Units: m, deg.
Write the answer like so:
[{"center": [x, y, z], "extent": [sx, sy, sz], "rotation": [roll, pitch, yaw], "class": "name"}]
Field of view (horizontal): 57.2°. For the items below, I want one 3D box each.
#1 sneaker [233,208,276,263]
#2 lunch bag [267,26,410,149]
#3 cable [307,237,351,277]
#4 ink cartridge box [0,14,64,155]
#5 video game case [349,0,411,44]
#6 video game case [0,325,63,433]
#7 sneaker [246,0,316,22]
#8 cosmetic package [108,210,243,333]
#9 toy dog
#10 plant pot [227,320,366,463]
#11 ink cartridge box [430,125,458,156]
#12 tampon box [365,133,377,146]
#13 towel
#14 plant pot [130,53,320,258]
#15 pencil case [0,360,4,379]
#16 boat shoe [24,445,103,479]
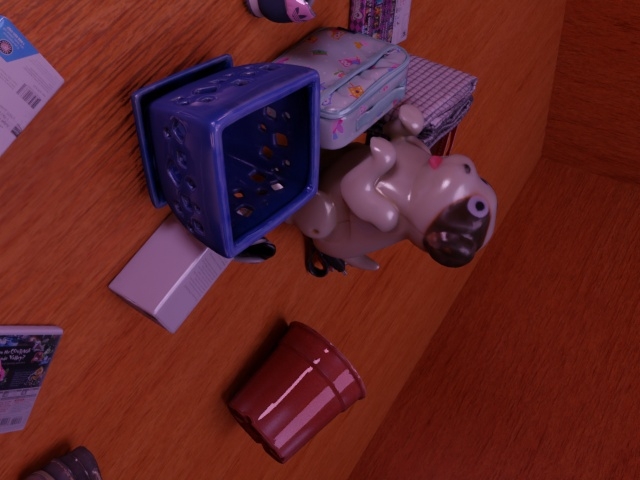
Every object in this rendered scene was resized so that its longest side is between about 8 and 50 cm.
[{"center": [-0.124, -0.010, 1.163], "extent": [0.229, 0.132, 0.086], "rotation": [-34, 140, -45], "class": "sneaker"}, {"center": [0.032, -0.295, 1.103], "extent": [0.279, 0.224, 0.107], "rotation": [-46, 148, -32], "class": "lunch bag"}, {"center": [0.000, 0.000, 1.475], "extent": [0.287, 0.140, 0.072], "rotation": [56, 30, -39], "class": "cable"}, {"center": [-0.388, -0.152, 0.649], "extent": [0.180, 0.060, 0.104], "rotation": [-57, 153, -16], "class": "ink cartridge box"}, {"center": [0.138, -0.536, 1.292], "extent": [0.210, 0.042, 0.231], "rotation": [-39, 143, -41], "class": "video game case"}, {"center": [-0.477, 0.201, 0.830], "extent": [0.190, 0.022, 0.173], "rotation": [17, 98, -62], "class": "video game case"}, {"center": [0.001, -0.502, 0.976], "extent": [0.318, 0.131, 0.112], "rotation": [-65, 153, 0], "class": "sneaker"}, {"center": [-0.236, 0.031, 1.016], "extent": [0.231, 0.117, 0.085], "rotation": [-54, 150, -19], "class": "cosmetic package"}, {"center": [0.146, -0.070, 1.193], "extent": [0.284, 0.408, 0.395], "rotation": [-42, 130, -47], "class": "toy dog"}, {"center": [-0.073, 0.393, 1.483], "extent": [0.265, 0.272, 0.272], "rotation": [-42, 146, -24], "class": "plant pot"}, {"center": [0.310, -0.292, 1.644], "extent": [0.238, 0.060, 0.274], "rotation": [-95, -166, -64], "class": "ink cartridge box"}, {"center": [0.212, -0.266, 1.565], "extent": [0.161, 0.121, 0.101], "rotation": [-24, 132, -52], "class": "tampon box"}, {"center": [0.205, -0.323, 1.384], "extent": [0.284, 0.235, 0.121], "rotation": [-43, 152, -36], "class": "towel"}, {"center": [-0.150, -0.150, 0.912], "extent": [0.236, 0.212, 0.235], "rotation": [-39, 144, -39], "class": "plant pot"}, {"center": [-0.473, 0.237, 0.746], "extent": [0.098, 0.095, 0.209], "rotation": [17, 101, -27], "class": "pencil case"}, {"center": [-0.419, 0.512, 1.076], "extent": [0.130, 0.132, 0.355], "rotation": [-40, 145, -39], "class": "boat shoe"}]
